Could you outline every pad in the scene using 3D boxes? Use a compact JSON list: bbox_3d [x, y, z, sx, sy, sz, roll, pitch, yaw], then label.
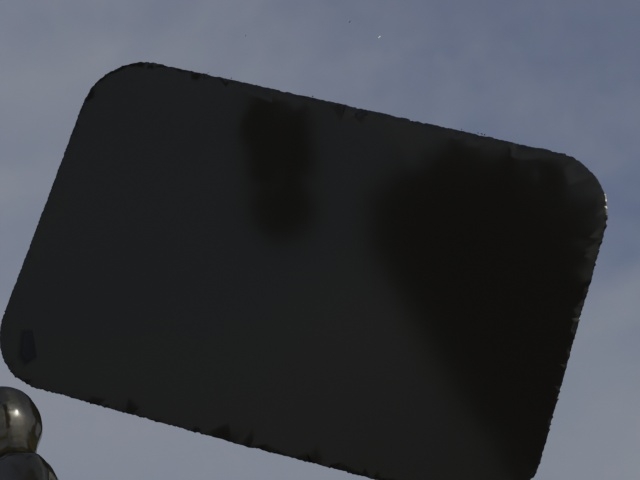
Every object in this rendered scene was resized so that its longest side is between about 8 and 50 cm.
[{"bbox_3d":[0.000,-0.001,1.212,0.375,0.315,0.063,15,-16,14],"label":"pad"}]

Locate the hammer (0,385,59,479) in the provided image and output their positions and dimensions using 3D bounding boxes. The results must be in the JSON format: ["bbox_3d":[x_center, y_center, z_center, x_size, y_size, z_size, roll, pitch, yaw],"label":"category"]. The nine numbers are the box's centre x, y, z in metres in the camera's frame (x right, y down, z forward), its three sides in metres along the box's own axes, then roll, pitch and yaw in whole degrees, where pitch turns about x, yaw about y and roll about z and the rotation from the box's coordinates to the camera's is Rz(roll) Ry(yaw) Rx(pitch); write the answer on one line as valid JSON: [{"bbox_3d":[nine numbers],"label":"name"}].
[{"bbox_3d":[-0.311,0.212,0.789,0.440,0.168,0.044,-25,-52,2],"label":"hammer"}]
